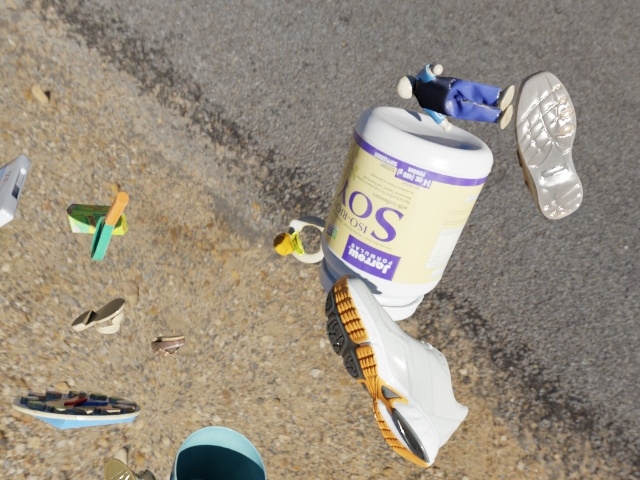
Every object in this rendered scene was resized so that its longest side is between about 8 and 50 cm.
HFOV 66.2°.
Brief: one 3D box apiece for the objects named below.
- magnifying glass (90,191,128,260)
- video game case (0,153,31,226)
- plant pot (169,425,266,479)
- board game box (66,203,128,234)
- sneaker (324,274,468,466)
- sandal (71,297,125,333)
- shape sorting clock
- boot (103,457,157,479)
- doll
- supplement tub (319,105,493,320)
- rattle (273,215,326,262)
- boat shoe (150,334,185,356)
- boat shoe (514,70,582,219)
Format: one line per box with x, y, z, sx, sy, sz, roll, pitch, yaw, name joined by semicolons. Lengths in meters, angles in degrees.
-0.434;-0.031;1.006;0.026;0.231;0.092;12;58;-30;magnifying glass
-0.561;-0.036;0.769;0.212;0.023;0.193;-32;39;2;video game case
-0.338;0.750;1.497;0.290;0.196;0.290;26;30;-17;plant pot
-0.764;-0.073;1.684;0.181;0.092;0.043;3;32;3;board game box
0.104;0.157;0.667;0.121;0.099;0.263;-27;90;-32;sneaker
-0.634;0.239;1.458;0.079;0.239;0.088;55;33;-27;sandal
-0.423;0.288;0.864;0.206;0.206;0.041;13;81;-14;shape sorting clock
-0.580;0.746;1.522;0.077;0.165;0.213;-40;93;-12;boot
0.200;-0.221;0.765;0.188;0.129;0.046;24;68;30;doll
0.137;-0.048;0.891;0.240;0.332;0.241;14;27;-7;supplement tub
0.000;0.000;1.244;0.199;0.143;0.130;13;79;13;rattle
-0.513;0.357;1.661;0.073;0.206;0.073;-1;80;-38;boat shoe
0.474;-0.203;1.059;0.122;0.116;0.325;-15;116;9;boat shoe
